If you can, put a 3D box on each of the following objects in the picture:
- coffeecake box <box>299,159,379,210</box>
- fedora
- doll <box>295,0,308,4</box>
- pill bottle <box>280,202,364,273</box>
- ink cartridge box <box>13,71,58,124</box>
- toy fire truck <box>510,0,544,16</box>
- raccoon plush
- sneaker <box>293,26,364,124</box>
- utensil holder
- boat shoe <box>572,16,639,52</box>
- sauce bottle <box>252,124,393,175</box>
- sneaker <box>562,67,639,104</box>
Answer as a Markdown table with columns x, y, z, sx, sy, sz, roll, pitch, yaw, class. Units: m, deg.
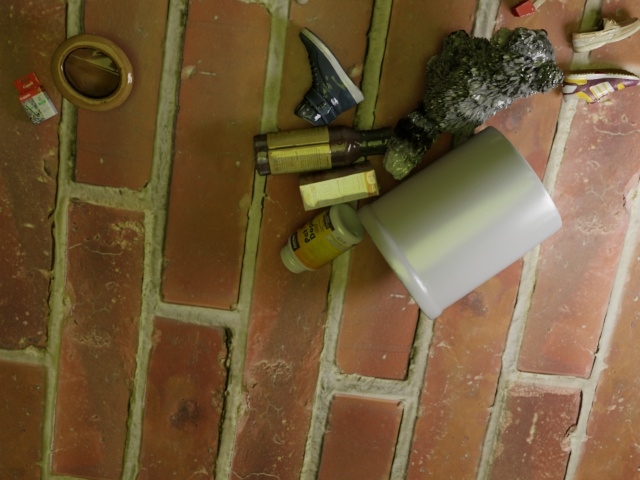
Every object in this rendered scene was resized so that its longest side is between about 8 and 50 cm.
| x | y | z | sx | sy | sz | roll | pitch | yaw | class |
| --- | --- | --- | --- | --- | --- | --- | --- | --- | --- |
| 0.044 | -0.139 | 1.946 | 0.185 | 0.142 | 0.068 | -12 | 106 | 2 | coffeecake box |
| -0.546 | -0.407 | 1.884 | 0.194 | 0.079 | 0.194 | -2 | 109 | -7 | fedora |
| -0.085 | -0.644 | 1.845 | 0.129 | 0.046 | 0.189 | -32 | 104 | 8 | doll |
| 0.000 | 0.000 | 1.974 | 0.215 | 0.117 | 0.117 | -34 | 106 | 33 | pill bottle |
| -0.704 | -0.349 | 1.922 | 0.063 | 0.029 | 0.115 | -25 | 106 | 6 | ink cartridge box |
| 0.531 | -0.634 | 1.865 | 0.192 | 0.047 | 0.135 | -28 | 106 | 5 | toy fire truck |
| 0.364 | -0.300 | 1.794 | 0.216 | 0.299 | 0.446 | 26 | 93 | -23 | raccoon plush |
| -0.021 | -0.387 | 1.901 | 0.163 | 0.086 | 0.226 | -36 | 105 | 6 | sneaker |
| 0.333 | -0.048 | 1.893 | 0.385 | 0.327 | 0.327 | -35 | 104 | 5 | utensil holder |
| 0.694 | -0.511 | 1.898 | 0.170 | 0.063 | 0.059 | -21 | 112 | 5 | boat shoe |
| 0.009 | -0.227 | 1.936 | 0.344 | 0.111 | 0.111 | -5 | 106 | 0 | sauce bottle |
| 0.694 | -0.380 | 1.940 | 0.185 | 0.069 | 0.084 | 1 | 115 | 4 | sneaker |
